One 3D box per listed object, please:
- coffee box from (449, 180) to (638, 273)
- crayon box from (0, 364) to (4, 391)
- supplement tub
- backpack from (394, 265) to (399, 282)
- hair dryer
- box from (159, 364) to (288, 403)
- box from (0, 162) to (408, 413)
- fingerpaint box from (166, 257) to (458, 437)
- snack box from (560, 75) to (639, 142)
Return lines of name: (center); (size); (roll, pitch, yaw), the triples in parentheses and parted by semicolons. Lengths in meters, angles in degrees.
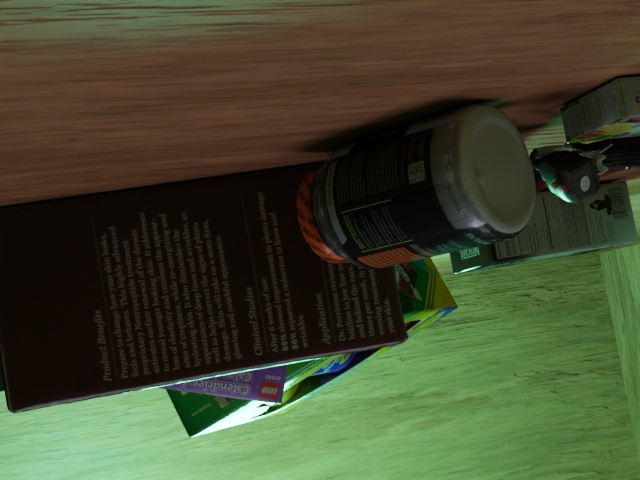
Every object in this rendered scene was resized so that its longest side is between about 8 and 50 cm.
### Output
coffee box: (0.327, -0.020, 1.752); (0.247, 0.098, 0.141); (-8, 174, -19)
crayon box: (-0.448, 0.106, 1.353); (0.279, 0.165, 0.081); (-11, 174, 10)
supplement tub: (0.078, -0.041, 1.007); (0.190, 0.116, 0.117); (-13, 173, 41)
backpack: (0.009, 0.005, 1.351); (0.182, 0.115, 0.152); (-8, 178, 27)
hair dryer: (0.232, -0.058, 1.125); (0.224, 0.080, 0.294); (-9, -171, -29)
box: (-0.142, 0.086, 1.354); (0.201, 0.057, 0.293); (8, -161, -6)
box: (-0.123, 0.044, 1.151); (0.382, 0.191, 0.143); (-8, 174, -11)
fingerpaint box: (-0.016, 0.176, 2.144); (0.445, 0.163, 0.371); (-33, 166, 20)
snack box: (0.295, -0.116, 1.010); (0.141, 0.037, 0.100); (-7, 175, -18)
